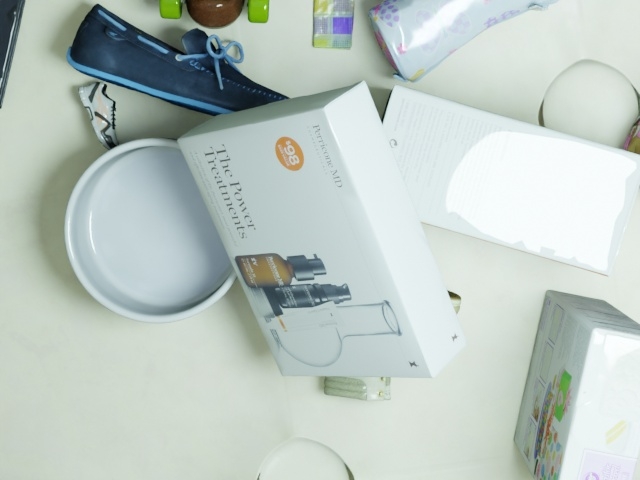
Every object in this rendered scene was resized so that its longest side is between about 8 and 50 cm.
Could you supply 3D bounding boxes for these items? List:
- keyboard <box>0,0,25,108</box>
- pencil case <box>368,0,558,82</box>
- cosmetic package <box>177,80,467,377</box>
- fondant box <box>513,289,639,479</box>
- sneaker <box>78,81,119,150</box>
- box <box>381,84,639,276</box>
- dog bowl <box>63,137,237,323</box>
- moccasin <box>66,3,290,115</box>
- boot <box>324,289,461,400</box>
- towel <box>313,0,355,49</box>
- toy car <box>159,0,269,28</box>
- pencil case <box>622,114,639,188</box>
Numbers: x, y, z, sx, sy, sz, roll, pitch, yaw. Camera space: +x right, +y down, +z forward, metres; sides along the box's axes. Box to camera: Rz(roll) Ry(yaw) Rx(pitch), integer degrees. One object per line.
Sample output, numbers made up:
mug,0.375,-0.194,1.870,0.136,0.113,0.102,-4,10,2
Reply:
keyboard,-0.537,-0.356,1.682,0.201,0.033,0.317,14,95,-6
pencil case,0.204,-0.334,1.617,0.273,0.113,0.124,-29,118,4
cosmetic package,0.000,0.000,1.506,0.284,0.097,0.377,-8,112,43
fondant box,0.353,0.212,1.551,0.096,0.330,0.238,11,96,1
sneaker,-0.318,-0.183,1.684,0.043,0.040,0.109,-23,94,2
box,0.241,-0.087,1.586,0.345,0.215,0.168,16,96,1
dog bowl,-0.231,-0.018,1.664,0.264,0.104,0.265,0,96,2
moccasin,-0.191,-0.251,1.627,0.341,0.138,0.117,18,91,-1
boot,0.103,0.152,1.681,0.213,0.077,0.165,-2,94,9
towel,0.019,-0.323,1.674,0.060,0.009,0.083,3,95,1
toy car,-0.146,-0.390,1.571,0.155,0.188,0.149,2,76,-2
pencil case,0.616,-0.068,1.606,0.386,0.167,0.160,33,57,-1
